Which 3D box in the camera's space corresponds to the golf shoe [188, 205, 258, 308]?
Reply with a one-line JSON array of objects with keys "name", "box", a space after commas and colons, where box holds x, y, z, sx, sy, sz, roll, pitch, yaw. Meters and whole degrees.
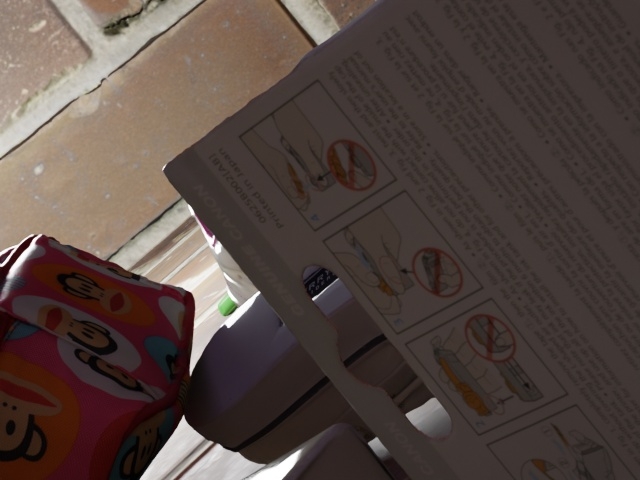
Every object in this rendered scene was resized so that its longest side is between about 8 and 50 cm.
[{"name": "golf shoe", "box": [0.000, 0.000, 1.171, 0.115, 0.140, 0.306, -40, 8, -21]}]

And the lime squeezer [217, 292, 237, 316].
[{"name": "lime squeezer", "box": [-0.003, -0.011, 1.580, 0.310, 0.059, 0.110, -35, 8, 31]}]

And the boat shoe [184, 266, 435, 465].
[{"name": "boat shoe", "box": [0.048, 0.033, 0.934, 0.267, 0.088, 0.096, -41, 28, 29]}]

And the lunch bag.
[{"name": "lunch bag", "box": [-0.159, 0.144, 0.981, 0.293, 0.120, 0.258, -88, 21, -79]}]

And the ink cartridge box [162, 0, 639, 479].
[{"name": "ink cartridge box", "box": [0.082, -0.008, 0.598, 0.066, 0.189, 0.232, -43, 8, -37]}]

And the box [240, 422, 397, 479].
[{"name": "box", "box": [-0.062, 0.168, 0.461, 0.232, 0.127, 0.148, -34, 8, 33]}]
